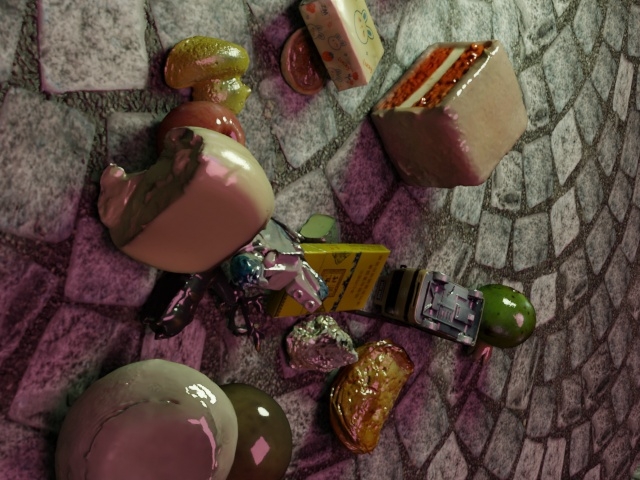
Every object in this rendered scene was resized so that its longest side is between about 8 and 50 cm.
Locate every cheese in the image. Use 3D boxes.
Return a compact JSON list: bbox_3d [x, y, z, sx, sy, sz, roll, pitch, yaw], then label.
[{"bbox_3d":[-0.211,-0.060,1.199,0.233,0.266,0.127,31,34,-39],"label":"cheese"}]

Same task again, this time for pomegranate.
[{"bbox_3d":[0.468,0.228,2.027,0.187,0.187,0.225,16,109,-47],"label":"pomegranate"}]

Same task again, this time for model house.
[{"bbox_3d":[0.000,0.000,1.576,0.079,0.066,0.083,-56,150,-40],"label":"model house"}]

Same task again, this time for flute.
[{"bbox_3d":[0.130,0.179,1.761,0.269,0.014,0.014,19,81,-47],"label":"flute"}]

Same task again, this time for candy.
[{"bbox_3d":[-0.277,0.328,1.208,0.295,0.185,0.296,1,87,-12],"label":"candy"}]

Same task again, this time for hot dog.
[{"bbox_3d":[0.100,0.345,1.683,0.259,0.114,0.175,-56,135,-25],"label":"hot dog"}]

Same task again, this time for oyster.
[{"bbox_3d":[0.003,0.219,1.594,0.177,0.064,0.125,-8,106,-35],"label":"oyster"}]

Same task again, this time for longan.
[{"bbox_3d":[-0.148,0.370,1.364,0.196,0.196,0.220,16,86,-47],"label":"longan"}]

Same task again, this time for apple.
[{"bbox_3d":[-0.199,-0.163,1.288,0.153,0.120,0.154,-7,100,-46],"label":"apple"}]

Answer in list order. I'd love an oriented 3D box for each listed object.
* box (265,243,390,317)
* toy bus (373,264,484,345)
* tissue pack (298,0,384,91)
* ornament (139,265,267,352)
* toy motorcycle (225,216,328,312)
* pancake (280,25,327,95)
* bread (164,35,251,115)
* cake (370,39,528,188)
[{"bbox_3d":[0.019,0.079,1.572,0.278,0.041,0.153,0,121,-47],"label":"box"},{"bbox_3d":[0.265,0.155,1.799,0.289,0.157,0.140,23,78,-47],"label":"toy bus"},{"bbox_3d":[0.045,-0.421,1.512,0.196,0.092,0.148,60,35,-32],"label":"tissue pack"},{"bbox_3d":[-0.190,0.136,1.367,0.236,0.080,0.202,50,56,-39],"label":"ornament"},{"bbox_3d":[-0.096,0.052,1.348,0.108,0.239,0.204,-61,179,27],"label":"toy motorcycle"},{"bbox_3d":[-0.026,-0.358,1.516,0.139,0.022,0.140,-9,102,-47],"label":"pancake"},{"bbox_3d":[-0.186,-0.281,1.330,0.187,0.065,0.150,-7,105,-48],"label":"bread"},{"bbox_3d":[0.296,-0.285,1.720,0.309,0.237,0.230,-51,125,-26],"label":"cake"}]
